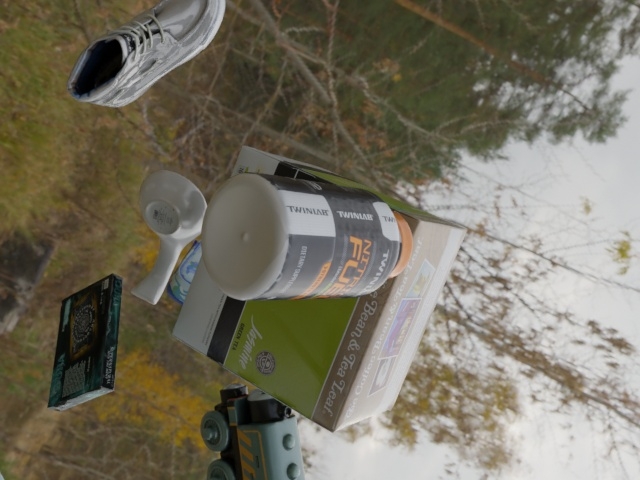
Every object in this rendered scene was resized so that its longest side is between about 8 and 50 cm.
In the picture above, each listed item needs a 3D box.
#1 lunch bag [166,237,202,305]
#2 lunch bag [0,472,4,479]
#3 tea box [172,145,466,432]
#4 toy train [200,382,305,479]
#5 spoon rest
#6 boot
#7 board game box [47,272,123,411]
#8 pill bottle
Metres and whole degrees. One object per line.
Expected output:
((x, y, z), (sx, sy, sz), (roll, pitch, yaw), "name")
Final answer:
((-0.237, 0.085, 1.679), (0.090, 0.176, 0.219), (-53, -174, 32), "lunch bag")
((-0.750, 0.566, 1.469), (0.262, 0.223, 0.160), (-35, 168, 14), "lunch bag")
((-0.002, 0.066, 1.160), (0.220, 0.324, 0.328), (6, 108, -61), "tea box")
((-0.106, 0.423, 1.333), (0.190, 0.142, 0.333), (-13, -99, 39), "toy train")
((-0.287, -0.011, 1.368), (0.276, 0.137, 0.084), (-67, 174, 34), "spoon rest")
((-0.253, -0.284, 1.072), (0.258, 0.095, 0.123), (-40, -179, 17), "boot")
((-0.357, 0.155, 1.127), (0.126, 0.026, 0.186), (-24, -127, 30), "board game box")
((0.000, 0.000, 0.818), (0.131, 0.246, 0.130), (-2, -93, 41), "pill bottle")
